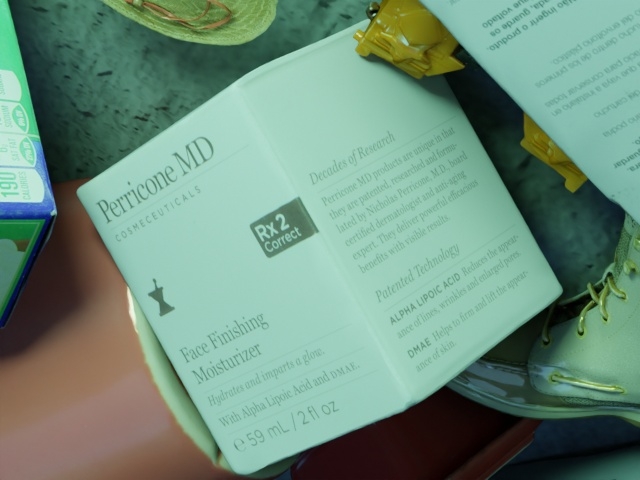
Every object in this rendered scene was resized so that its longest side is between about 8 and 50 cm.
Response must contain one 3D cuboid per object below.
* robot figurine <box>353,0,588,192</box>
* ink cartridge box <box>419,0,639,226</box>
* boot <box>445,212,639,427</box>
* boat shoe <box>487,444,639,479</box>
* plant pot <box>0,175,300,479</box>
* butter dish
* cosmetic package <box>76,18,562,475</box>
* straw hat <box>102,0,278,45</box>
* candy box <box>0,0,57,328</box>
[{"bbox_3d":[0.140,-0.153,0.843,0.211,0.085,0.291,32,139,-6],"label":"robot figurine"},{"bbox_3d":[0.182,-0.156,0.705,0.330,0.071,0.324,43,133,-20],"label":"ink cartridge box"},{"bbox_3d":[0.162,0.030,1.022,0.213,0.077,0.165,11,137,11],"label":"boot"},{"bbox_3d":[0.206,0.201,1.140,0.306,0.113,0.105,-15,121,39],"label":"boat shoe"},{"bbox_3d":[-0.153,0.080,1.119,0.243,0.275,0.275,-19,121,28],"label":"plant pot"},{"bbox_3d":[0.045,0.118,1.141,0.118,0.160,0.160,53,137,5],"label":"butter dish"},{"bbox_3d":[0.000,0.000,0.978,0.151,0.151,0.184,-29,92,44],"label":"cosmetic package"},{"bbox_3d":[-0.076,-0.171,0.958,0.144,0.061,0.144,18,155,9],"label":"straw hat"},{"bbox_3d":[-0.320,-0.088,0.918,0.317,0.268,0.122,-1,145,-25],"label":"candy box"}]
